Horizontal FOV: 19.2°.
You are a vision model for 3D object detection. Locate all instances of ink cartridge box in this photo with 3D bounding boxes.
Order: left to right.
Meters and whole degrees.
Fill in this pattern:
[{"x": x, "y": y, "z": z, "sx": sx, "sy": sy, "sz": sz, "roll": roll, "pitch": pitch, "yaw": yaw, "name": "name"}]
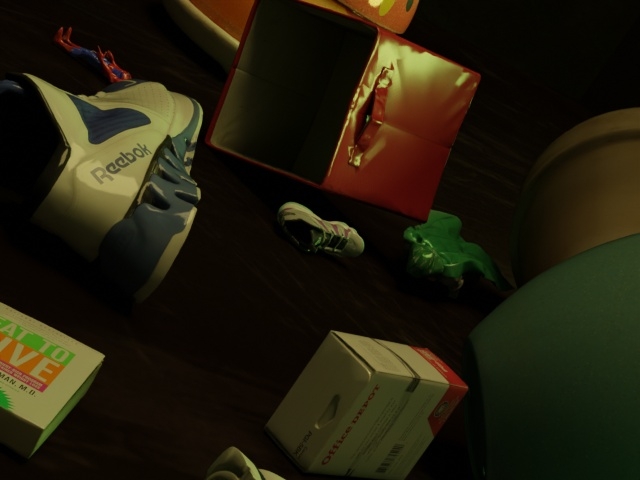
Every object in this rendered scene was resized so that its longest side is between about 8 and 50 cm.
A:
[{"x": 0.036, "y": 0.128, "z": 1.450, "sx": 0.056, "sy": 0.099, "sz": 0.135, "roll": 44, "pitch": 16, "yaw": 33, "name": "ink cartridge box"}]

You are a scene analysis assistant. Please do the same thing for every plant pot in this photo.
[{"x": 0.224, "y": 0.139, "z": 1.580, "sx": 0.195, "sy": 0.290, "sz": 0.290, "roll": -5, "pitch": 21, "yaw": -4, "name": "plant pot"}, {"x": 0.349, "y": 0.053, "z": 2.085, "sx": 0.323, "sy": 0.323, "sz": 0.280, "roll": 34, "pitch": 32, "yaw": -2, "name": "plant pot"}]

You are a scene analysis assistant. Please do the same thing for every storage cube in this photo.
[{"x": 0.025, "y": -0.146, "z": 2.072, "sx": 0.215, "sy": 0.184, "sz": 0.193, "roll": 22, "pitch": 4, "yaw": 42, "name": "storage cube"}]

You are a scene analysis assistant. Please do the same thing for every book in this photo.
[{"x": -0.203, "y": 0.085, "z": 1.208, "sx": 0.096, "sy": 0.035, "sz": 0.144, "roll": 30, "pitch": 15, "yaw": 0, "name": "book"}]

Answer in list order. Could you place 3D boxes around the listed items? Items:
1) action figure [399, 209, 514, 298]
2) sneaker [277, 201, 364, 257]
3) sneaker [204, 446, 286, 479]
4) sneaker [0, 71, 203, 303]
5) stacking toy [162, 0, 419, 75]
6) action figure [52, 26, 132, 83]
[{"x": 0.136, "y": 0.020, "z": 2.109, "sx": 0.137, "sy": 0.063, "sz": 0.232, "roll": 40, "pitch": 11, "yaw": 13, "name": "action figure"}, {"x": 0.000, "y": 0.000, "z": 1.934, "sx": 0.098, "sy": 0.038, "sz": 0.069, "roll": 22, "pitch": 18, "yaw": -9, "name": "sneaker"}, {"x": -0.015, "y": 0.208, "z": 1.116, "sx": 0.095, "sy": 0.090, "sz": 0.235, "roll": 38, "pitch": 13, "yaw": -24, "name": "sneaker"}, {"x": -0.202, "y": -0.084, "z": 1.562, "sx": 0.182, "sy": 0.127, "sz": 0.315, "roll": 32, "pitch": 16, "yaw": -19, "name": "sneaker"}, {"x": 0.042, "y": -0.415, "z": 2.485, "sx": 0.350, "sy": 0.480, "sz": 0.350, "roll": 31, "pitch": 14, "yaw": -9, "name": "stacking toy"}, {"x": -0.237, "y": -0.193, "z": 2.055, "sx": 0.115, "sy": 0.030, "sz": 0.038, "roll": 39, "pitch": 10, "yaw": 9, "name": "action figure"}]
